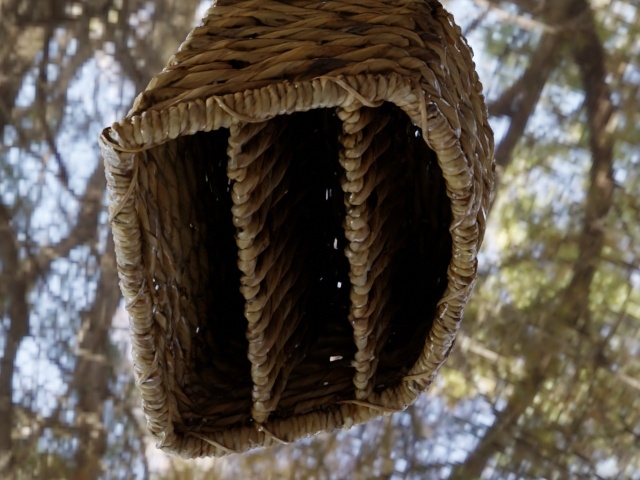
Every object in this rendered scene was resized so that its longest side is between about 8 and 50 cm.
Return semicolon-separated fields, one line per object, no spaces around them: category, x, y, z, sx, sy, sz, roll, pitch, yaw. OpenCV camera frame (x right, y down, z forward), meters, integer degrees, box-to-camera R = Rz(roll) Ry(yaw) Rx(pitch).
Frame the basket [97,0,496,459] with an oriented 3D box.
basket;0.000;0.000;0.982;0.213;0.299;0.223;10;-142;14
